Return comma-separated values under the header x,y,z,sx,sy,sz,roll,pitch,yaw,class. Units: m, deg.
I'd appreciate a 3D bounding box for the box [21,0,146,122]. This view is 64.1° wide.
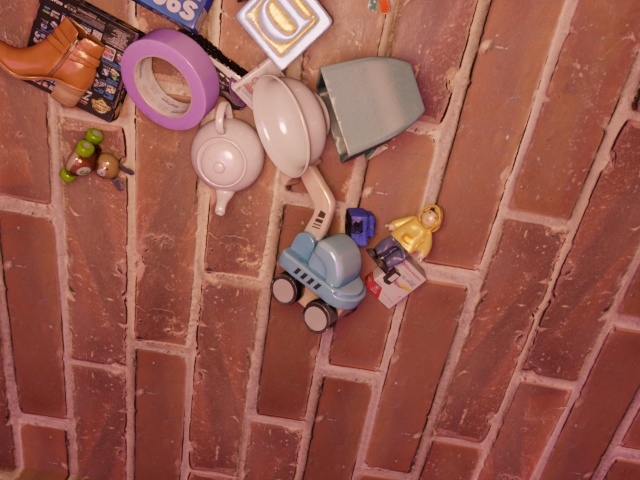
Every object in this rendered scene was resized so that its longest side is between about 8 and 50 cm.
x,y,z,sx,sy,sz,roll,pitch,yaw,class
-0.715,-0.553,1.535,0.295,0.073,0.293,25,114,-8,box

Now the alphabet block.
x,y,z,sx,sy,sz,roll,pitch,yaw,class
-0.090,-0.610,1.404,0.193,0.197,0.192,-36,107,17,alphabet block

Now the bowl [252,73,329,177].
x,y,z,sx,sy,sz,roll,pitch,yaw,class
-0.067,-0.343,1.473,0.134,0.298,0.298,-26,116,-26,bowl

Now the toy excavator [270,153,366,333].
x,y,z,sx,sy,sz,roll,pitch,yaw,class
0.000,0.000,1.645,0.433,0.222,0.445,37,117,19,toy excavator

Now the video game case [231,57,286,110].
x,y,z,sx,sy,sz,roll,pitch,yaw,class
-0.167,-0.452,1.513,0.143,0.157,0.019,-33,64,10,video game case

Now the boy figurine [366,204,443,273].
x,y,z,sx,sy,sz,roll,pitch,yaw,class
0.297,-0.007,1.680,0.285,0.092,0.177,-37,63,4,boy figurine

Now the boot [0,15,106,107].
x,y,z,sx,sy,sz,roll,pitch,yaw,class
-0.772,-0.540,1.444,0.283,0.109,0.220,35,113,-15,boot

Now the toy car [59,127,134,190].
x,y,z,sx,sy,sz,roll,pitch,yaw,class
-0.707,-0.236,1.649,0.188,0.149,0.155,34,125,-24,toy car

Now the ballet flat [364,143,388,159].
x,y,z,sx,sy,sz,roll,pitch,yaw,class
0.202,-0.315,1.598,0.052,0.057,0.168,25,114,-18,ballet flat

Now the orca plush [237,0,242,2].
x,y,z,sx,sy,sz,roll,pitch,yaw,class
-0.210,-0.807,1.375,0.102,0.151,0.287,-25,98,-24,orca plush

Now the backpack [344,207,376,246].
x,y,z,sx,sy,sz,roll,pitch,yaw,class
0.131,-0.038,1.702,0.101,0.098,0.120,3,114,-2,backpack

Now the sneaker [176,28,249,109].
x,y,z,sx,sy,sz,roll,pitch,yaw,class
-0.329,-0.499,1.522,0.283,0.107,0.124,37,116,-13,sneaker

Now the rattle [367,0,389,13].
x,y,z,sx,sy,sz,roll,pitch,yaw,class
0.157,-0.756,1.416,0.130,0.143,0.199,-13,134,43,rattle

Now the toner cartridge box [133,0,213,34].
x,y,z,sx,sy,sz,roll,pitch,yaw,class
-0.470,-0.736,1.413,0.347,0.075,0.165,26,94,-8,toner cartridge box

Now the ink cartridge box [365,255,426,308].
x,y,z,sx,sy,sz,roll,pitch,yaw,class
0.261,0.132,1.784,0.127,0.072,0.175,43,110,-14,ink cartridge box

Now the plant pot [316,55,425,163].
x,y,z,sx,sy,sz,roll,pitch,yaw,class
0.148,-0.382,1.452,0.252,0.248,0.247,-18,94,-1,plant pot

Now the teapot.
x,y,z,sx,sy,sz,roll,pitch,yaw,class
-0.295,-0.258,1.580,0.252,0.187,0.256,-36,106,17,teapot

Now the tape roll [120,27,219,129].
x,y,z,sx,sy,sz,roll,pitch,yaw,class
-0.437,-0.465,1.491,0.274,0.090,0.275,15,135,15,tape roll
